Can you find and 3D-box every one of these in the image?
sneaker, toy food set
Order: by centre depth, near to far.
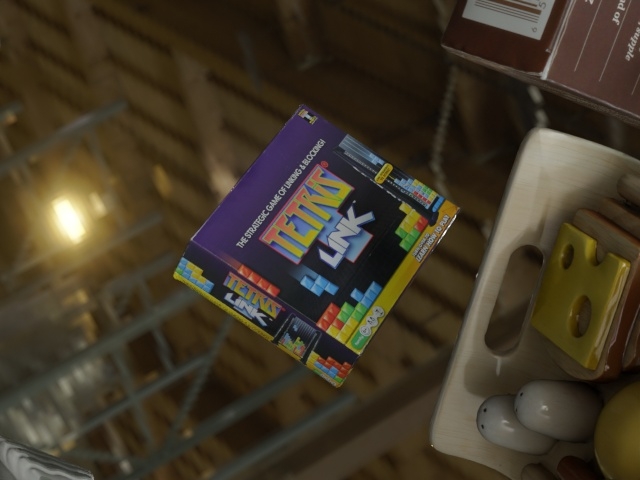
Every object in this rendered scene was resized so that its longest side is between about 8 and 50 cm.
[{"bbox_3d":[0.153,0.074,1.044,0.306,0.092,0.219,-137,-119,-65],"label":"toy food set"},{"bbox_3d":[-0.268,0.269,1.775,0.105,0.115,0.281,26,2,-28],"label":"sneaker"}]

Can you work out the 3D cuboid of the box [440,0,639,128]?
[{"bbox_3d":[0.302,-0.180,1.570,0.143,0.381,0.191,26,-82,50],"label":"box"}]

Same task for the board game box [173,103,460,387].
[{"bbox_3d":[0.000,0.000,1.326,0.141,0.170,0.048,34,-42,2],"label":"board game box"}]
